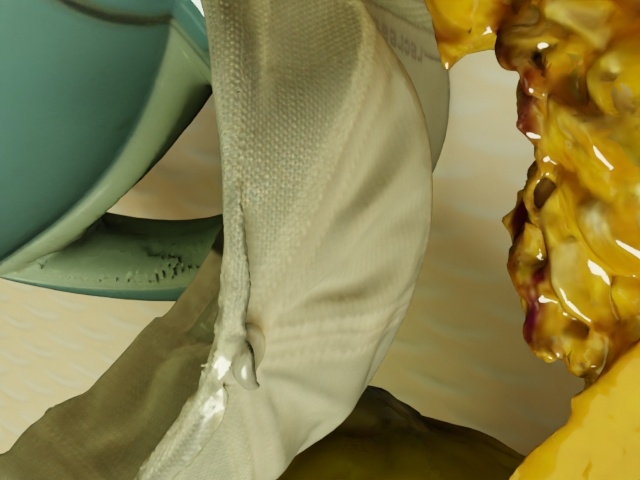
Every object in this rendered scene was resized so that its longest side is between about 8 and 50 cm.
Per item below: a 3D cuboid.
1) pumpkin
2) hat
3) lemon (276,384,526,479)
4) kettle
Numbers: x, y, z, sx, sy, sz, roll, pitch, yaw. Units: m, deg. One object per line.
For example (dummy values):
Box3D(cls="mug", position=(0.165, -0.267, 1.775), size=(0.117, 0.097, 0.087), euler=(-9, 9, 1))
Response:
Box3D(cls="pumpkin", position=(0.136, 0.004, 0.510), size=(0.163, 0.111, 0.279), euler=(-14, 81, 43))
Box3D(cls="hat", position=(0.000, 0.000, 0.592), size=(0.164, 0.226, 0.220), euler=(35, 115, 37))
Box3D(cls="lemon", position=(0.009, 0.203, 0.631), size=(0.293, 0.293, 0.293), euler=(31, 129, 47))
Box3D(cls="kettle", position=(-0.132, -0.096, 0.778), size=(0.319, 0.247, 0.342), euler=(46, 144, -18))
